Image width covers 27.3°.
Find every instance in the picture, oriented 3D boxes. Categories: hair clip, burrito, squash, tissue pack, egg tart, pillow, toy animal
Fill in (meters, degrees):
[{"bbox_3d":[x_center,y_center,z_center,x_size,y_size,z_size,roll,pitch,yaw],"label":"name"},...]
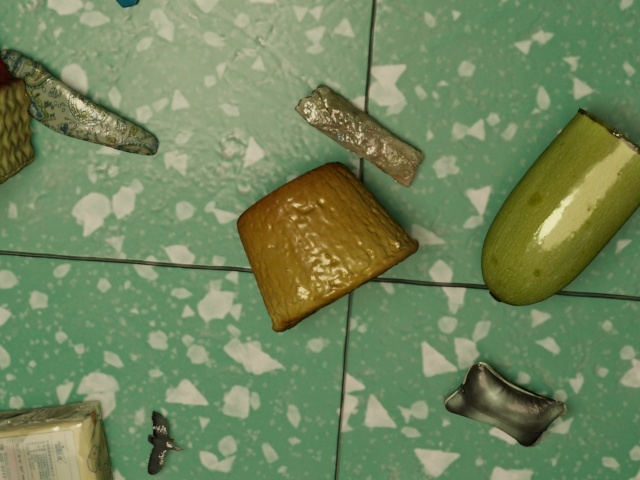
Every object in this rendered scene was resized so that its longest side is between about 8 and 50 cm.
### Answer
[{"bbox_3d":[-0.301,-0.159,1.592,0.229,0.036,0.066,27,107,-5],"label":"hair clip"},{"bbox_3d":[0.049,-0.127,1.595,0.171,0.042,0.051,34,89,-8],"label":"burrito"},{"bbox_3d":[0.284,-0.023,1.569,0.132,0.132,0.247,36,99,-7],"label":"squash"},{"bbox_3d":[-0.338,0.308,1.658,0.148,0.092,0.196,-7,103,2],"label":"tissue pack"},{"bbox_3d":[0.000,0.000,1.559,0.202,0.202,0.147,-30,85,6],"label":"egg tart"},{"bbox_3d":[0.230,0.208,1.654,0.136,0.055,0.091,29,102,-4],"label":"pillow"},{"bbox_3d":[-0.197,0.260,1.680,0.050,0.028,0.084,4,99,1],"label":"toy animal"}]

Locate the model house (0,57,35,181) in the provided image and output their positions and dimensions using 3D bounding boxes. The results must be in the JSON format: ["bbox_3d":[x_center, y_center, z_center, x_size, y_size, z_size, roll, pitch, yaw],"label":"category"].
[{"bbox_3d":[-0.438,-0.141,1.508,0.160,0.196,0.254,-27,98,17],"label":"model house"}]

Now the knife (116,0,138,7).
[{"bbox_3d":[-0.320,-0.389,1.553,0.044,0.026,0.296,-39,101,10],"label":"knife"}]
